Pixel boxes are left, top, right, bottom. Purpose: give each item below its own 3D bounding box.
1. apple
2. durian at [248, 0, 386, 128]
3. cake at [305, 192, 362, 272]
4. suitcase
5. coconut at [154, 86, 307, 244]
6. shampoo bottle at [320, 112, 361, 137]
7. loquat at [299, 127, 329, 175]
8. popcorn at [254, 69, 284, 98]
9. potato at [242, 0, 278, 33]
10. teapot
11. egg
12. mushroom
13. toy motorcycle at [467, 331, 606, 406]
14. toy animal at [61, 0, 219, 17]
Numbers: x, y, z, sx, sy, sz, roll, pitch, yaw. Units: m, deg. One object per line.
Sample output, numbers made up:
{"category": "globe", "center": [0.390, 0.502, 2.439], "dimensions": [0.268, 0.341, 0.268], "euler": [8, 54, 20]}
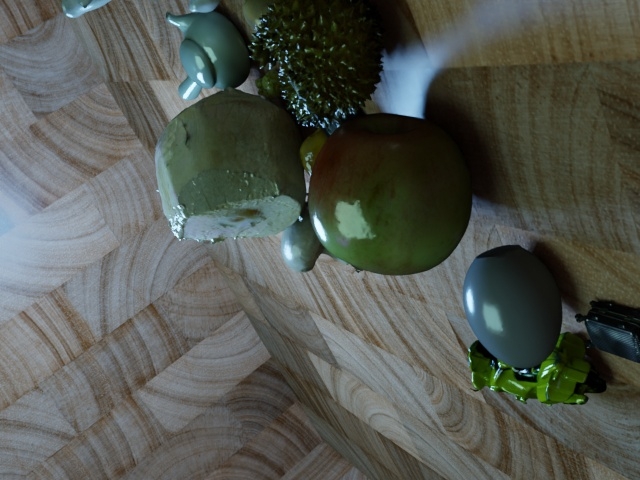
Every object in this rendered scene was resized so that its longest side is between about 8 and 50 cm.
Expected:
{"category": "apple", "center": [0.129, -0.094, 1.342], "dimensions": [0.319, 0.319, 0.277], "euler": [37, 127, 38]}
{"category": "durian", "center": [0.005, -0.338, 1.314], "dimensions": [0.258, 0.258, 0.293], "euler": [54, 176, -3]}
{"category": "cake", "center": [0.070, -0.046, 1.841], "dimensions": [0.112, 0.116, 0.295], "euler": [6, -141, -51]}
{"category": "suitcase", "center": [0.513, 0.157, 1.242], "dimensions": [0.126, 0.059, 0.086], "euler": [18, 142, 59]}
{"category": "coconut", "center": [-0.225, -0.208, 1.833], "dimensions": [0.404, 0.404, 0.405], "euler": [45, 159, 22]}
{"category": "shampoo bottle", "center": [0.064, -0.238, 1.579], "dimensions": [0.310, 0.071, 0.098], "euler": [52, 167, 7]}
{"category": "loquat", "center": [0.018, -0.194, 1.679], "dimensions": [0.137, 0.137, 0.113], "euler": [57, 174, -12]}
{"category": "popcorn", "center": [-0.123, -0.383, 1.772], "dimensions": [0.083, 0.059, 0.068], "euler": [24, 107, 40]}
{"category": "potato", "center": [-0.099, -0.466, 1.512], "dimensions": [0.147, 0.112, 0.112], "euler": [51, 162, 30]}
{"category": "teapot", "center": [-0.285, -0.452, 1.887], "dimensions": [0.220, 0.149, 0.318], "euler": [46, 159, 22]}
{"category": "egg", "center": [0.361, 0.127, 1.348], "dimensions": [0.232, 0.176, 0.176], "euler": [67, 159, -5]}
{"category": "mushroom", "center": [-0.016, 0.004, 1.991], "dimensions": [0.209, 0.206, 0.206], "euler": [47, 160, 13]}
{"category": "toy motorcycle", "center": [0.430, 0.268, 1.510], "dimensions": [0.205, 0.143, 0.342], "euler": [17, 165, -13]}
{"category": "toy animal", "center": [-0.384, -0.591, 1.579], "dimensions": [0.196, 0.367, 0.241], "euler": [2, 115, 62]}
